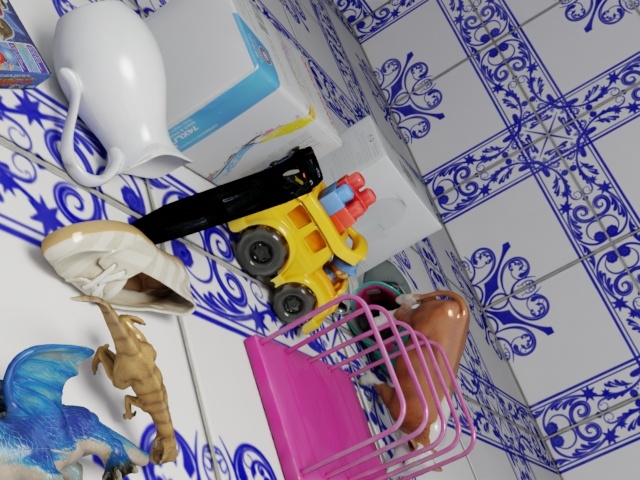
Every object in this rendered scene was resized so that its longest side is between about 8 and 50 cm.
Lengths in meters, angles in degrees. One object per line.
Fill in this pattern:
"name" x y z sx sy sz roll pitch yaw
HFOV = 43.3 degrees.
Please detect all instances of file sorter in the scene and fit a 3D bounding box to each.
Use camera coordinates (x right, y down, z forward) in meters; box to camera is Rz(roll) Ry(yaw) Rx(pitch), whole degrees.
"file sorter" 0.070 0.216 1.108 0.290 0.182 0.202 34 31 -56

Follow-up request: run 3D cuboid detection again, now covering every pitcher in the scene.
"pitcher" -0.253 -0.169 0.947 0.177 0.125 0.207 -24 96 -58

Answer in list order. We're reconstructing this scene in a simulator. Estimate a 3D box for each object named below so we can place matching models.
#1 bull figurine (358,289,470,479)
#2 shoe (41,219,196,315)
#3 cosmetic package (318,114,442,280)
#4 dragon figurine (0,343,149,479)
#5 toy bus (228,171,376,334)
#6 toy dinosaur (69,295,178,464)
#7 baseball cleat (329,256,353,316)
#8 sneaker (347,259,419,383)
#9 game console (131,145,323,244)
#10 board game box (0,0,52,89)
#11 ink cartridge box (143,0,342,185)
"bull figurine" 0.154 0.226 1.312 0.101 0.311 0.188 17 1 -38
"shoe" -0.194 0.034 0.822 0.058 0.076 0.219 62 14 24
"cosmetic package" 0.067 -0.071 1.511 0.224 0.224 0.138 47 19 -40
"dragon figurine" -0.210 0.128 0.597 0.144 0.085 0.289 64 18 12
"toy bus" 0.000 0.000 1.223 0.220 0.211 0.149 58 15 -14
"toy dinosaur" -0.164 0.100 0.704 0.112 0.064 0.212 28 -37 52
"baseball cleat" 0.000 0.043 1.392 0.206 0.072 0.109 52 18 -23
"sneaker" 0.115 0.116 1.534 0.178 0.123 0.296 59 14 -46
"game console" -0.093 -0.073 1.070 0.361 0.213 0.044 -55 126 -74
"board game box" -0.377 -0.253 0.839 0.201 0.035 0.136 60 16 -1
"ink cartridge box" -0.131 -0.221 1.225 0.270 0.197 0.198 32 32 -58
